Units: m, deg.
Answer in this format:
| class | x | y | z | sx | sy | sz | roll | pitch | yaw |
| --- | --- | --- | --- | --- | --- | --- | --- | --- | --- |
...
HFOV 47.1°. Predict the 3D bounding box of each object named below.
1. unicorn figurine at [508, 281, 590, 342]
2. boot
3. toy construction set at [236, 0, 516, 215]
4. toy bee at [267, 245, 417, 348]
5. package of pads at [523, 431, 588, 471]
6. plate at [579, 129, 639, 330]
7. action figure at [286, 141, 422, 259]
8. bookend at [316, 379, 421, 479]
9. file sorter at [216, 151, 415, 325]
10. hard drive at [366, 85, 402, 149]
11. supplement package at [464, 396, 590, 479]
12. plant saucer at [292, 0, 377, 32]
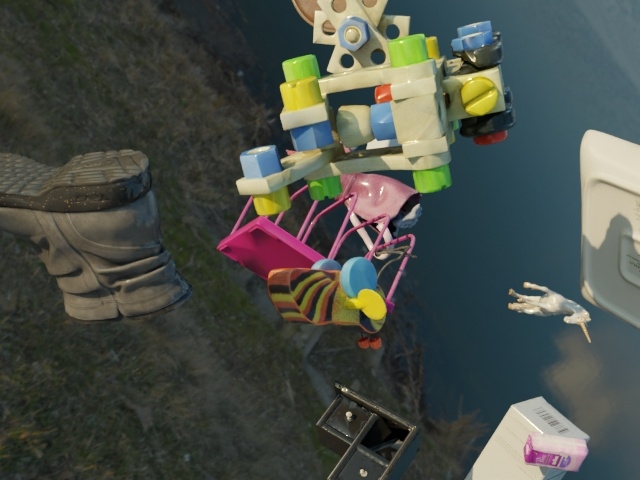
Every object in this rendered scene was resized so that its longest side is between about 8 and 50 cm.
| class | x | y | z | sx | sy | sz | roll | pitch | yaw |
| --- | --- | --- | --- | --- | --- | --- | --- | --- | --- |
| unicorn figurine | 0.382 | 0.110 | 1.233 | 0.111 | 0.060 | 0.162 | 18 | 4 | -2 |
| boot | -0.344 | 0.011 | 0.926 | 0.118 | 0.338 | 0.222 | -65 | 152 | -53 |
| toy construction set | 0.060 | -0.137 | 0.667 | 0.327 | 0.215 | 0.151 | -75 | 151 | -54 |
| toy bee | 0.055 | 0.104 | 1.192 | 0.298 | 0.195 | 0.162 | -8 | 91 | -23 |
| package of pads | 0.343 | 0.309 | 1.074 | 0.083 | 0.050 | 0.032 | 8 | 37 | 3 |
| plate | 0.424 | 0.023 | 0.934 | 0.045 | 0.277 | 0.278 | -22 | 121 | -18 |
| action figure | 0.064 | -0.122 | 1.806 | 0.370 | 0.248 | 0.275 | 30 | 60 | 8 |
| bookend | 0.047 | 0.321 | 1.115 | 0.157 | 0.072 | 0.156 | 25 | 54 | 26 |
| file sorter | 0.000 | 0.000 | 1.371 | 0.291 | 0.202 | 0.182 | 34 | 64 | -16 |
| hard drive | 0.162 | -0.237 | 1.381 | 0.307 | 0.040 | 0.203 | -15 | 120 | -70 |
| supplement package | 0.333 | 0.362 | 1.199 | 0.105 | 0.179 | 0.105 | 1 | 32 | -47 |
| plant saucer | 0.038 | -0.357 | 0.912 | 0.036 | 0.199 | 0.198 | -5 | 69 | -49 |
